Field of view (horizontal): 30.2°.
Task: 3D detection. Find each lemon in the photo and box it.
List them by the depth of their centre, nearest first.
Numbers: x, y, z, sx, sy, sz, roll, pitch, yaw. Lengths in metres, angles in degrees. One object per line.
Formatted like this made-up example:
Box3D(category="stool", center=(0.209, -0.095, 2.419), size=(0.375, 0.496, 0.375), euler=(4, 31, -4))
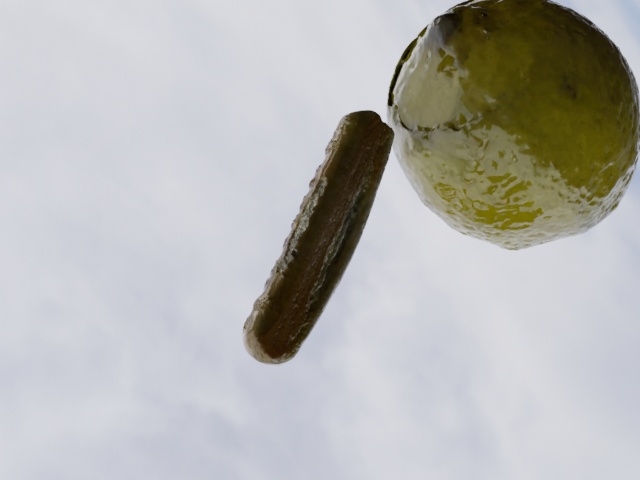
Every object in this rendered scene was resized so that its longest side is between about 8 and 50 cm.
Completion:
Box3D(category="lemon", center=(0.137, -0.082, 0.843), size=(0.180, 0.181, 0.193), euler=(62, 176, 22))

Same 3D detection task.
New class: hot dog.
Box3D(category="hot dog", center=(0.000, 0.000, 0.585), size=(0.044, 0.028, 0.137), euler=(35, -110, -41))
